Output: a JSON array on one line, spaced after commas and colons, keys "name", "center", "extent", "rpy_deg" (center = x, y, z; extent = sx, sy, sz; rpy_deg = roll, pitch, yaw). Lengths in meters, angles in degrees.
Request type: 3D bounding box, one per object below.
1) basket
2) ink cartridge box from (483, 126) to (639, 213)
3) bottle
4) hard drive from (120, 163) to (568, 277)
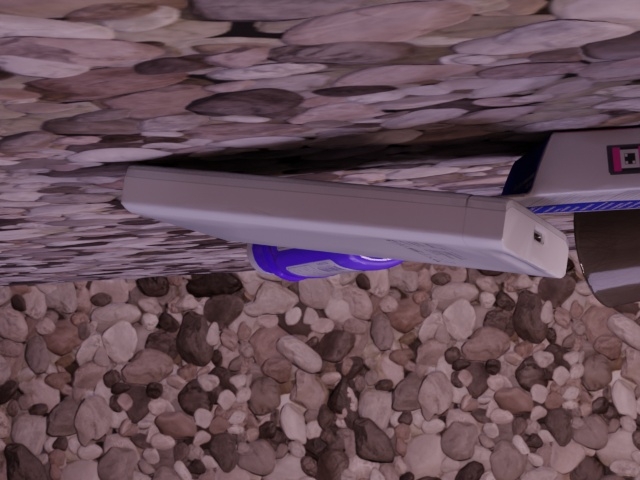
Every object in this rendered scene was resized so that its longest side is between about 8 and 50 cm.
[{"name": "basket", "center": [0.434, -0.013, 1.577], "extent": [0.227, 0.154, 0.204], "rpy_deg": [-10, 174, 28]}, {"name": "ink cartridge box", "center": [0.300, -0.064, 1.284], "extent": [0.371, 0.069, 0.176], "rpy_deg": [-6, 175, -3]}, {"name": "bottle", "center": [0.000, 0.000, 1.695], "extent": [0.118, 0.092, 0.283], "rpy_deg": [-1, 175, -29]}, {"name": "hard drive", "center": [0.029, -0.017, 1.252], "extent": [0.353, 0.047, 0.233], "rpy_deg": [6, 175, 23]}]
